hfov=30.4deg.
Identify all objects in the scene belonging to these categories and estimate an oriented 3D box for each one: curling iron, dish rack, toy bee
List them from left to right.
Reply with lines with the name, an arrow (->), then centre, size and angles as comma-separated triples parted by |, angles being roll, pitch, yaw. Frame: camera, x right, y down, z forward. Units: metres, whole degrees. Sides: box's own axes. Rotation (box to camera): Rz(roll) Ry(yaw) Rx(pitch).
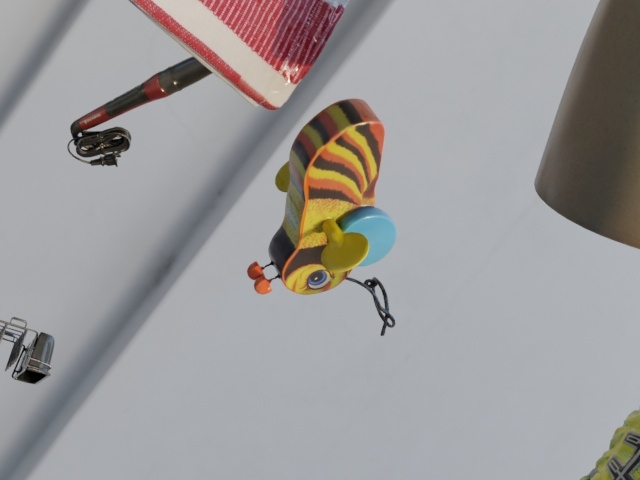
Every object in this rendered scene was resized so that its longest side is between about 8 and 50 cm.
dish rack -> -0.558, 0.149, 1.869 | 0.272, 0.074, 0.208 | 21, -18, -15
curling iron -> -0.169, -0.167, 1.327 | 0.068, 0.274, 0.035 | 48, 17, -36
toy bee -> 0.000, 0.000, 1.290 | 0.195, 0.162, 0.298 | -142, -142, -67

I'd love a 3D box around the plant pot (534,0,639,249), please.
plant pot -> 0.300, -0.148, 0.827 | 0.257, 0.274, 0.256 | 5, 22, -2

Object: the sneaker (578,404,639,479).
sneaker -> 0.281, 0.240, 1.069 | 0.147, 0.145, 0.384 | 14, 51, 17

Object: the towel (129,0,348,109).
towel -> -0.016, -0.293, 1.001 | 0.037, 0.329, 0.237 | 31, -3, 37
